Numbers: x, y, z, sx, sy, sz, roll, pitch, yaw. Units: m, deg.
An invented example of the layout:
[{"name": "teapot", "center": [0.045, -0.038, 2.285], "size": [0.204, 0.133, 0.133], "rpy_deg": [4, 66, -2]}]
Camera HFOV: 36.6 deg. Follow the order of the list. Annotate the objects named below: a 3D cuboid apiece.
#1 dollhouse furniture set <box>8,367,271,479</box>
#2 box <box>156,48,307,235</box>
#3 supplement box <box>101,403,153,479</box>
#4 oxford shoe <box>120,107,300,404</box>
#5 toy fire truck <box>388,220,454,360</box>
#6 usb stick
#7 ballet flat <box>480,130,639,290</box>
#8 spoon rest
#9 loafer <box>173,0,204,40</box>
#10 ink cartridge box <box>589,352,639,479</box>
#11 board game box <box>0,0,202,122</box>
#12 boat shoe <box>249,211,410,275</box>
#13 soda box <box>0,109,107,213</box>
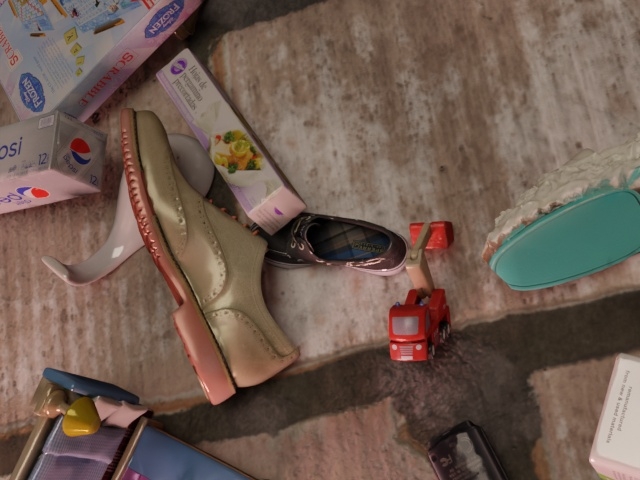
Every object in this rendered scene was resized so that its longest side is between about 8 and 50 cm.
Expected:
[{"name": "dollhouse furniture set", "center": [-0.231, 0.328, 1.090], "size": [0.198, 0.303, 0.286], "rpy_deg": [21, 81, 25]}, {"name": "box", "center": [-0.126, -0.140, 1.307], "size": [0.063, 0.067, 0.324], "rpy_deg": [-39, 52, 5]}, {"name": "supplement box", "center": [-0.318, 0.305, 1.226], "size": [0.073, 0.130, 0.239], "rpy_deg": [20, 79, 25]}, {"name": "oxford shoe", "center": [-0.150, 0.003, 1.251], "size": [0.146, 0.140, 0.397], "rpy_deg": [-21, 87, -9]}, {"name": "toy fire truck", "center": [0.121, 0.054, 1.145], "size": [0.047, 0.192, 0.135], "rpy_deg": [-3, 100, 20]}, {"name": "usb stick", "center": [0.206, 0.337, 1.072], "size": [0.077, 0.045, 0.278], "rpy_deg": [-33, 65, 15]}, {"name": "ballet flat", "center": [0.372, -0.069, 1.119], "size": [0.408, 0.147, 0.147], "rpy_deg": [-23, 66, 8]}, {"name": "spoon rest", "center": [-0.264, -0.042, 1.362], "size": [0.137, 0.084, 0.276], "rpy_deg": [37, 74, 25]}, {"name": "loafer", "center": [-0.196, -0.370, 1.447], "size": [0.050, 0.056, 0.148], "rpy_deg": [-5, 71, 25]}, {"name": "ink cartridge box", "center": [0.419, 0.217, 0.948], "size": [0.272, 0.198, 0.115], "rpy_deg": [14, 77, 23]}, {"name": "board game box", "center": [-0.373, -0.356, 1.467], "size": [0.318, 0.066, 0.319], "rpy_deg": [-41, 59, 12]}, {"name": "boat shoe", "center": [0.000, 0.000, 1.241], "size": [0.228, 0.076, 0.080], "rpy_deg": [11, 77, 23]}, {"name": "soda box", "center": [-0.443, -0.103, 1.390], "size": [0.286, 0.098, 0.091], "rpy_deg": [-9, 69, 33]}]
